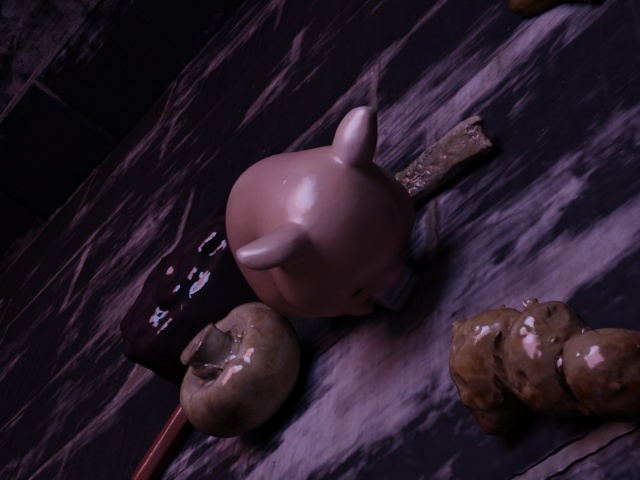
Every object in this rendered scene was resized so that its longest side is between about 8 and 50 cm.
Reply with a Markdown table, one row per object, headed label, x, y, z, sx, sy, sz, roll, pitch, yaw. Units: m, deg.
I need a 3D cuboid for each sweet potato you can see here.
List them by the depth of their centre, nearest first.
| label | x | y | z | sx | sy | sz | roll | pitch | yaw |
| --- | --- | --- | --- | --- | --- | --- | --- | --- | --- |
| sweet potato | 0.277 | -0.304 | 1.234 | 0.053 | 0.054 | 0.182 | -47 | 17 | -11 |

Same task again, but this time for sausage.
| label | x | y | z | sx | sy | sz | roll | pitch | yaw |
| --- | --- | --- | --- | --- | --- | --- | --- | --- | --- |
| sausage | -0.206 | 0.275 | 1.375 | 0.147 | 0.030 | 0.035 | -58 | 21 | -11 |

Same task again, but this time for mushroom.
| label | x | y | z | sx | sy | sz | roll | pitch | yaw |
| --- | --- | --- | --- | --- | --- | --- | --- | --- | --- |
| mushroom | -0.098 | 0.147 | 1.212 | 0.166 | 0.127 | 0.166 | -41 | 18 | 16 |

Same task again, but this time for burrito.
| label | x | y | z | sx | sy | sz | roll | pitch | yaw |
| --- | --- | --- | --- | --- | --- | --- | --- | --- | --- |
| burrito | 0.134 | -0.086 | 1.198 | 0.171 | 0.042 | 0.051 | -38 | 54 | 47 |

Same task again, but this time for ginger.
| label | x | y | z | sx | sy | sz | roll | pitch | yaw |
| --- | --- | --- | --- | --- | --- | --- | --- | --- | --- |
| ginger | 0.173 | 0.094 | 0.771 | 0.204 | 0.080 | 0.104 | -17 | 73 | 60 |

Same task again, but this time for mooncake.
| label | x | y | z | sx | sy | sz | roll | pitch | yaw |
| --- | --- | --- | --- | --- | --- | --- | --- | --- | --- |
| mooncake | -0.170 | 0.071 | 1.481 | 0.283 | 0.141 | 0.283 | -44 | 19 | 20 |

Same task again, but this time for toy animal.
| label | x | y | z | sx | sy | sz | roll | pitch | yaw |
| --- | --- | --- | --- | --- | --- | --- | --- | --- | --- |
| toy animal | 0.003 | 0.001 | 1.102 | 0.195 | 0.213 | 0.256 | -55 | 20 | -15 |
